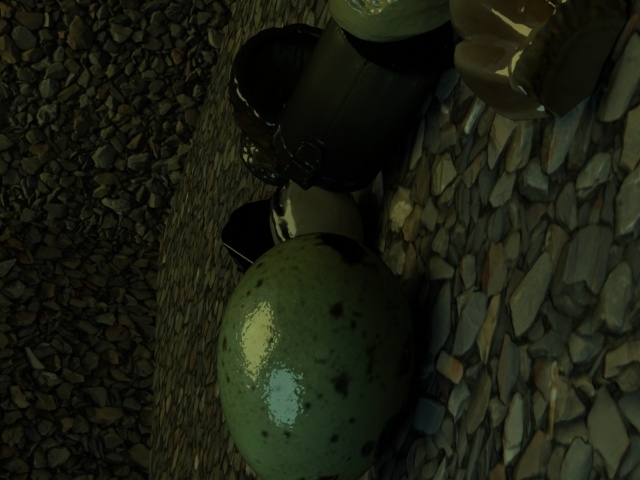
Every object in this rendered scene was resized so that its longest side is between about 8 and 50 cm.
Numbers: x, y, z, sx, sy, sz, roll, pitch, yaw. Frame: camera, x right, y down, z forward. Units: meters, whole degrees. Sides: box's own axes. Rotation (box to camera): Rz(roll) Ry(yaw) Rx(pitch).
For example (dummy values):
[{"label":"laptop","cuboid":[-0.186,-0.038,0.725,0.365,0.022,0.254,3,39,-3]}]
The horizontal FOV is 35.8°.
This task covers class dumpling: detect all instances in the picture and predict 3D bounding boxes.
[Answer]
[{"label":"dumpling","cuboid":[-0.013,0.001,1.750,0.204,0.163,0.293,-47,59,60]}]

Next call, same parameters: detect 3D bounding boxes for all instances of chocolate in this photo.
[{"label":"chocolate","cuboid":[-0.075,0.037,1.991,0.224,0.206,0.177,33,144,34]}]

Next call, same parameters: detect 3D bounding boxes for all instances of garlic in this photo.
[{"label":"garlic","cuboid":[0.248,-0.291,1.182,0.279,0.132,0.325,-63,26,23]}]

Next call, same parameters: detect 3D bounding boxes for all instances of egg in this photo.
[{"label":"egg","cuboid":[-0.005,0.178,1.428,0.287,0.287,0.379,159,108,-71]}]

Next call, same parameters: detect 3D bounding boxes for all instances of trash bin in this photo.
[{"label":"trash bin","cuboid":[0.064,-0.244,1.625,0.252,0.203,0.301,-47,-7,-41]}]

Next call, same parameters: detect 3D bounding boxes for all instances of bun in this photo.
[{"label":"bun","cuboid":[0.165,-0.431,1.365,0.364,0.202,0.364,-56,-12,-18]}]

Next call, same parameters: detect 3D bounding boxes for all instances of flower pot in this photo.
[{"label":"flower pot","cuboid":[-0.056,-0.250,1.965,0.267,0.266,0.267,111,164,-62]}]
